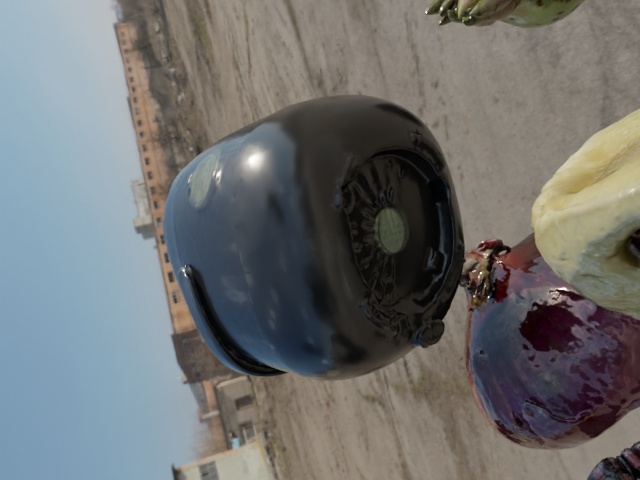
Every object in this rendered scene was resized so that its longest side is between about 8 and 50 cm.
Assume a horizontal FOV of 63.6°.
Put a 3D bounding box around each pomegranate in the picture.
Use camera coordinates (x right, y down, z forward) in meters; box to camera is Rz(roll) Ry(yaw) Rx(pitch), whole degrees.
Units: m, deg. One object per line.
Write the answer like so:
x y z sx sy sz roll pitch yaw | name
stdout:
0.260 -0.384 0.673 0.222 0.276 0.204 39 135 5 | pomegranate

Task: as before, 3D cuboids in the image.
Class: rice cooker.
0.000 0.000 0.486 0.225 0.267 0.267 -3 102 47 | rice cooker

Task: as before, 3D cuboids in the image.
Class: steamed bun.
0.244 -0.005 0.324 0.155 0.141 0.172 48 149 -4 | steamed bun

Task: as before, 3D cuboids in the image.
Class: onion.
0.299 0.090 0.686 0.286 0.347 0.347 32 157 6 | onion

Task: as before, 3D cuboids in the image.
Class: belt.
0.375 0.278 0.598 0.232 0.071 0.053 30 -155 -44 | belt
